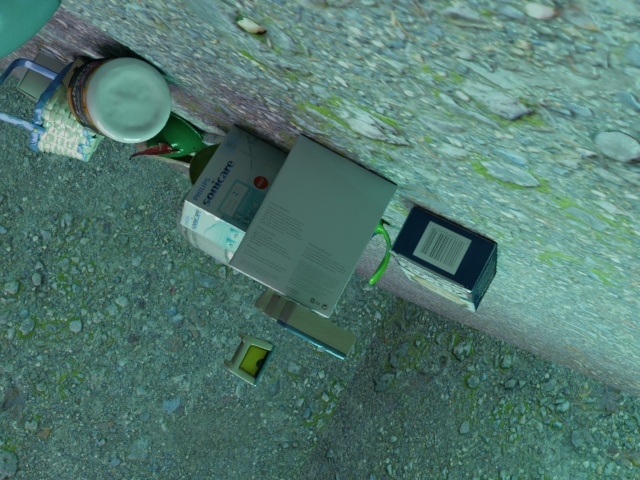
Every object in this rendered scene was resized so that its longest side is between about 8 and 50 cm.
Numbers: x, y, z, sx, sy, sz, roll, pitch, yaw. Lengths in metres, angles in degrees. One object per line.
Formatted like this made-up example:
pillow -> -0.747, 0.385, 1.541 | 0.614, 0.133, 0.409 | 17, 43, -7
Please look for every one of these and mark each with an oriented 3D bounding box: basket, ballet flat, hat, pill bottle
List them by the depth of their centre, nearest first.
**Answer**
pill bottle -> -0.418, -0.286, 1.440 | 0.162, 0.162, 0.278 | 31, 175, -33
basket -> -0.678, -0.348, 1.808 | 0.289, 0.201, 0.254 | 18, -139, -9
hat -> -0.416, -0.222, 1.839 | 0.173, 0.183, 0.208 | 12, 155, 42
ballet flat -> -0.399, -0.268, 2.021 | 0.316, 0.107, 0.106 | 17, 169, 12

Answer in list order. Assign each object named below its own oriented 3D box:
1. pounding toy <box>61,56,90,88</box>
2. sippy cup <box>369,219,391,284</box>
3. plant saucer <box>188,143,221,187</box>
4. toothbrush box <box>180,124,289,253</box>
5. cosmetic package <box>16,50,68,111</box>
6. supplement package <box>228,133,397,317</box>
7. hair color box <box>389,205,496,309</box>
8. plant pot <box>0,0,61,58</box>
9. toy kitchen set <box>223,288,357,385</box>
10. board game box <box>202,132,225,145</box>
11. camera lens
pounding toy -> -0.514, -0.367, 1.678 | 0.130, 0.100, 0.141 | 32, -175, -36
sippy cup -> 0.000, 0.000, 1.739 | 0.240, 0.224, 0.305 | 33, 175, -40
plant saucer -> -0.192, -0.123, 1.646 | 0.241, 0.241, 0.037 | 29, 134, -8
toothbrush box -> -0.115, -0.072, 1.514 | 0.296, 0.216, 0.126 | 29, 152, -2
cosmetic package -> -0.753, -0.431, 2.096 | 0.153, 0.129, 0.296 | 30, 176, -7
supplement package -> -0.015, -0.019, 1.322 | 0.199, 0.262, 0.198 | 28, 175, 0
hair color box -> 0.259, 0.048, 1.456 | 0.174, 0.105, 0.347 | 27, 176, 18
plant pot -> -0.606, -0.392, 1.166 | 0.290, 0.195, 0.290 | 28, 176, 2
toy kitchen set -> -0.060, 0.192, 1.223 | 0.122, 0.166, 0.207 | 30, 174, -19
board game box -> -0.222, -0.226, 1.794 | 0.103, 0.026, 0.154 | 31, 175, -34
camera lens -> -0.282, -0.044, 2.212 | 0.274, 0.219, 0.219 | 27, 176, 28
